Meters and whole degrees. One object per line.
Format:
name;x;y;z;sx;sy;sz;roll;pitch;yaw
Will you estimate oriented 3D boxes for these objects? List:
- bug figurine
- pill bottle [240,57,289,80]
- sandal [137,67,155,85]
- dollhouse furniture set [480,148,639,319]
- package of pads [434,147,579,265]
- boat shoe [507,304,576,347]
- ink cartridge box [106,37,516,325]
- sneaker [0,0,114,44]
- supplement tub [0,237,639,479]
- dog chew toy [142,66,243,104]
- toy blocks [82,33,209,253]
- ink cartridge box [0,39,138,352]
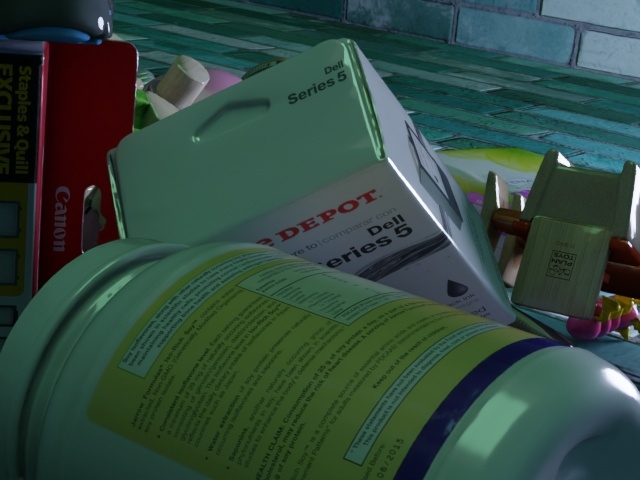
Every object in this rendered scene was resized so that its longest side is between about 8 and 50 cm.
bug figurine;0.365;0.081;1.406;0.216;0.072;0.279;-11;27;-29
pill bottle;-0.051;-0.146;1.884;0.162;0.162;0.278;5;17;-2
sandal;-0.305;-0.107;1.799;0.169;0.102;0.416;-7;27;10
dollhouse furniture set;0.253;0.022;1.247;0.262;0.135;0.259;12;-9;29
package of pads;0.249;-0.035;1.715;0.229;0.101;0.296;-5;18;-35
boat shoe;0.076;0.072;1.238;0.355;0.132;0.130;16;20;29
ink cartridge box;0.000;0.000;1.039;0.198;0.114;0.273;-24;-35;15
sneaker;-0.208;-0.232;1.069;0.125;0.139;0.341;1;13;-19
supplement tub;-0.007;0.136;0.799;0.331;0.241;0.241;18;20;35
dog chew toy;-0.067;-0.067;1.566;0.332;0.206;0.206;20;20;19
toy blocks;-0.235;-0.031;1.391;0.309;0.260;0.288;12;40;-42
ink cartridge box;-0.280;-0.006;1.063;0.272;0.309;0.130;2;17;-10
